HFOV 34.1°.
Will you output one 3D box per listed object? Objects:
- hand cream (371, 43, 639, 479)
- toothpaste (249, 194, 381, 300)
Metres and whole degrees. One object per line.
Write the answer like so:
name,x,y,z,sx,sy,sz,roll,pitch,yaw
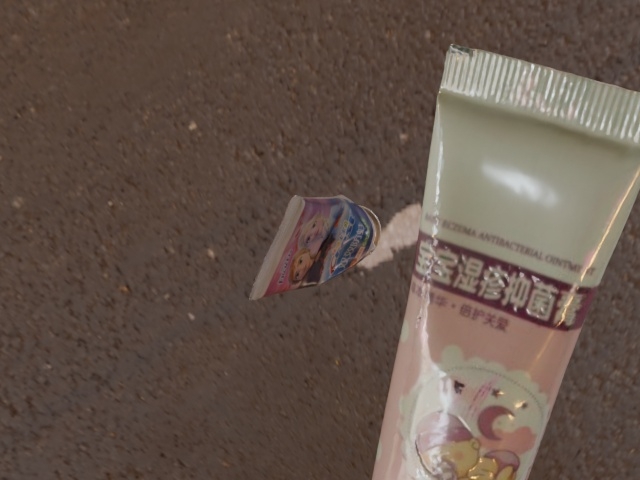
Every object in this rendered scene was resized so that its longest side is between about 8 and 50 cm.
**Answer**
hand cream,0.054,0.093,0.428,0.085,0.058,0.331,21,106,29
toothpaste,0.000,0.000,0.971,0.061,0.266,0.096,25,100,14
